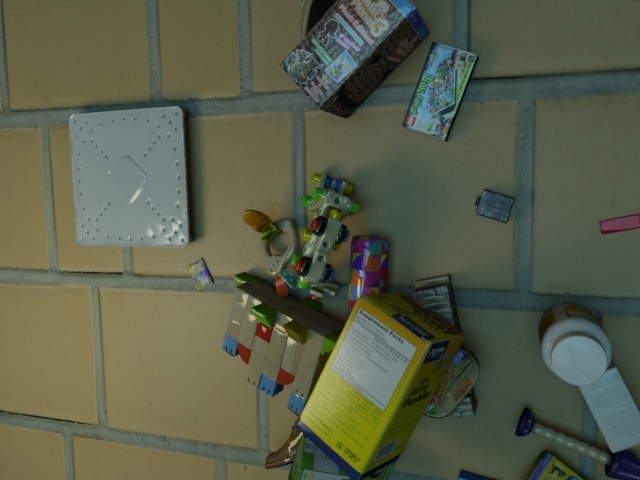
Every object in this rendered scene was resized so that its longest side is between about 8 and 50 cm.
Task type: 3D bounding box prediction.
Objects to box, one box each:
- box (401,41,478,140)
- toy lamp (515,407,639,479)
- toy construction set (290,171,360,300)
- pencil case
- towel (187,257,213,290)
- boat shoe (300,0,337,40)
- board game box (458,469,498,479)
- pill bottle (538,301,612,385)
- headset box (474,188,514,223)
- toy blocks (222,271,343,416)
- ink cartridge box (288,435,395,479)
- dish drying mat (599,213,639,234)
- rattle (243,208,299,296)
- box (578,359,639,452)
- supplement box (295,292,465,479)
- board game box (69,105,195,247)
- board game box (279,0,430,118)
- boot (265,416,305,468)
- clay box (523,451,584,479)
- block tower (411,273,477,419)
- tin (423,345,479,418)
[{"bbox_3d":[0.284,-0.353,1.363,0.114,0.036,0.207,22,103,16],"label":"box"},{"bbox_3d":[0.600,0.476,1.325,0.274,0.080,0.080,22,103,17],"label":"toy lamp"},{"bbox_3d":[0.000,0.000,1.418,0.151,0.215,0.328,5,101,-14],"label":"toy construction set"},{"bbox_3d":[0.120,0.103,1.441,0.104,0.104,0.237,6,100,18],"label":"pencil case"},{"bbox_3d":[-0.347,0.097,1.645,0.060,0.009,0.083,-25,87,19],"label":"towel"},{"bbox_3d":[0.002,-0.602,1.408,0.098,0.109,0.303,25,108,56],"label":"boat shoe"},{"bbox_3d":[0.438,0.680,1.417,0.210,0.047,0.160,10,99,18],"label":"board game box"},{"bbox_3d":[0.543,0.222,1.225,0.136,0.245,0.137,2,97,19],"label":"pill bottle"},{"bbox_3d":[0.408,-0.083,1.352,0.083,0.032,0.062,19,102,15],"label":"headset box"},{"bbox_3d":[-0.114,0.285,1.511,0.381,0.190,0.261,26,113,26],"label":"toy blocks"},{"bbox_3d":[0.054,0.602,1.438,0.255,0.097,0.189,11,127,-4],"label":"ink cartridge box"},{"bbox_3d":[0.671,-0.036,1.279,0.083,0.008,0.032,-12,93,19],"label":"dish drying mat"},{"bbox_3d":[-0.127,0.033,1.470,0.130,0.143,0.200,-2,72,18],"label":"rattle"},{"bbox_3d":[0.642,0.353,1.267,0.091,0.130,0.171,-28,87,19],"label":"box"},{"bbox_3d":[0.134,0.319,1.293,0.194,0.195,0.357,34,106,32],"label":"supplement box"},{"bbox_3d":[-0.548,-0.179,1.663,0.389,0.050,0.391,1,97,19],"label":"board game box"},{"bbox_3d":[0.086,-0.443,1.318,0.291,0.232,0.141,-44,82,19],"label":"board game box"},{"bbox_3d":[-0.041,0.523,1.534,0.305,0.112,0.115,-36,69,24],"label":"boot"},{"bbox_3d":[0.583,0.616,1.328,0.222,0.053,0.127,37,74,12],"label":"clay box"},{"bbox_3d":[0.302,0.259,1.394,0.090,0.097,0.336,-12,91,20],"label":"block tower"},{"bbox_3d":[0.295,0.331,1.339,0.106,0.040,0.190,39,108,15],"label":"tin"}]
